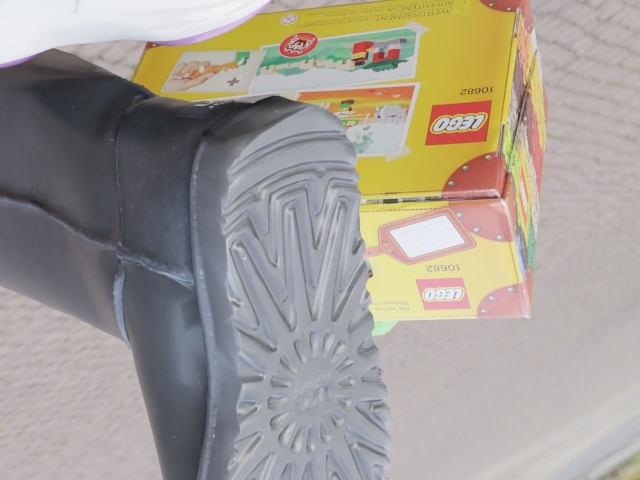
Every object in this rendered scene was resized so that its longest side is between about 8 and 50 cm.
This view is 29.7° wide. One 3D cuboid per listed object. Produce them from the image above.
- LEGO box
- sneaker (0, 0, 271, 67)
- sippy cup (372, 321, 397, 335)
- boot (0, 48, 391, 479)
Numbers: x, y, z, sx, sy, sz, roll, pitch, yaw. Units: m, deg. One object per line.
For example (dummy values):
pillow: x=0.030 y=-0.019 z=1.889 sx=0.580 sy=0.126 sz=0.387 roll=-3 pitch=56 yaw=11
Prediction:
LEGO box: x=0.003 y=-0.099 z=1.444 sx=0.500 sy=0.372 sz=0.193 roll=-2 pitch=136 yaw=18
sneaker: x=-0.140 y=-0.199 z=0.771 sx=0.305 sy=0.114 sz=0.152 roll=-11 pitch=120 yaw=-2
sippy cup: x=0.000 y=0.000 z=1.807 sx=0.305 sy=0.240 sz=0.224 roll=13 pitch=174 yaw=45
boot: x=-0.156 y=0.050 z=0.875 sx=0.146 sy=0.367 sz=0.445 roll=-13 pitch=-160 yaw=-43
